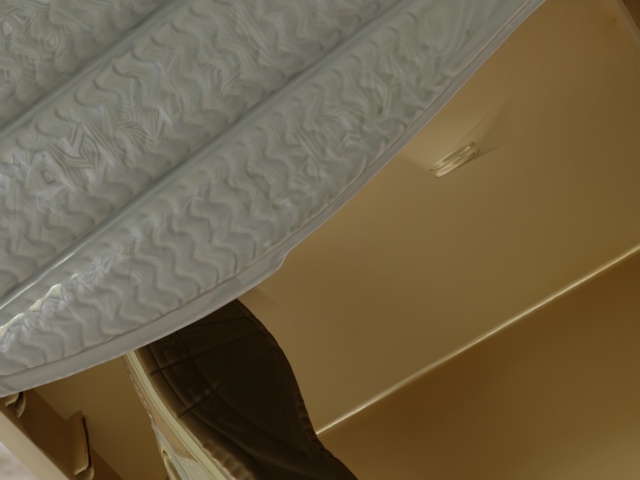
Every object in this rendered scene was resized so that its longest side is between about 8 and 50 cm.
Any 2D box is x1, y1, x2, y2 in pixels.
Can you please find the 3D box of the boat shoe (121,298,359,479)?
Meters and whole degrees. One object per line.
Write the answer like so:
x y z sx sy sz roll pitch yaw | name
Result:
-0.025 0.066 0.577 0.050 0.045 0.135 -15 60 -40 | boat shoe

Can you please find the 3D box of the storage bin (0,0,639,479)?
0.000 0.000 0.611 0.260 0.262 0.123 -31 37 9 | storage bin

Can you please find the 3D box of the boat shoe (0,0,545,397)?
-0.008 -0.066 0.348 0.302 0.109 0.094 -31 14 -5 | boat shoe
